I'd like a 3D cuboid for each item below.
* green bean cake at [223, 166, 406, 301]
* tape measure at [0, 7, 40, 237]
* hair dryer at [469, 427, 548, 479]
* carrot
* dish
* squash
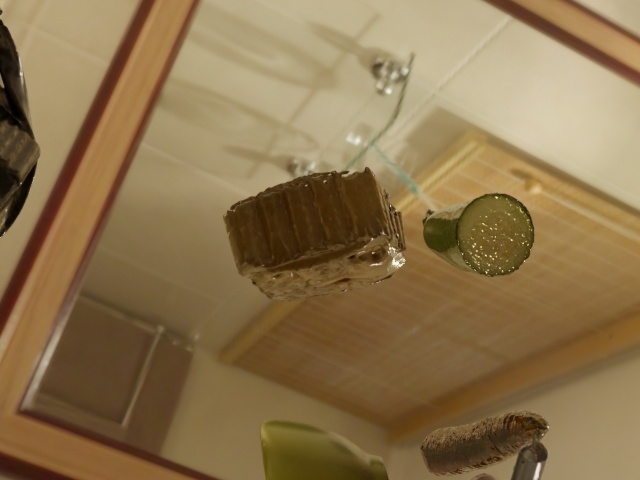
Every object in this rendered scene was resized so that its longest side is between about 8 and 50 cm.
[{"bbox_3d":[0.000,0.000,1.327,0.224,0.229,0.131,49,27,-70],"label":"green bean cake"},{"bbox_3d":[-0.333,-0.063,0.751,0.271,0.232,0.133,-17,-151,12],"label":"tape measure"},{"bbox_3d":[0.125,0.158,0.614,0.063,0.037,0.114,44,-38,39],"label":"hair dryer"},{"bbox_3d":[0.205,0.249,1.182,0.314,0.066,0.066,131,-21,-65],"label":"carrot"},{"bbox_3d":[0.022,0.279,0.846,0.221,0.108,0.263,81,-4,-57],"label":"dish"},{"bbox_3d":[0.168,-0.015,1.137,0.094,0.094,0.224,-66,-167,-1],"label":"squash"}]
